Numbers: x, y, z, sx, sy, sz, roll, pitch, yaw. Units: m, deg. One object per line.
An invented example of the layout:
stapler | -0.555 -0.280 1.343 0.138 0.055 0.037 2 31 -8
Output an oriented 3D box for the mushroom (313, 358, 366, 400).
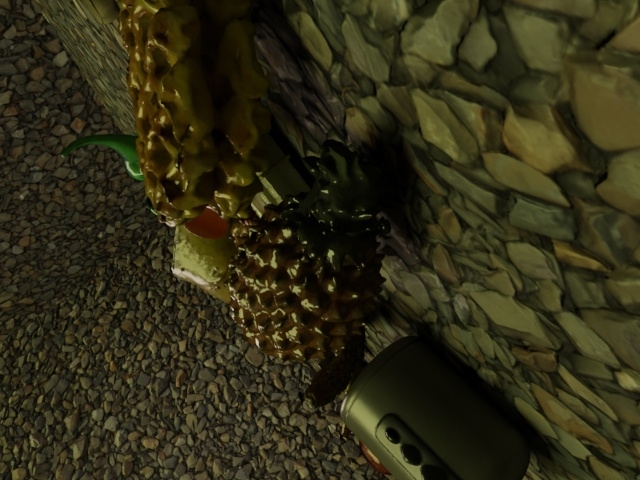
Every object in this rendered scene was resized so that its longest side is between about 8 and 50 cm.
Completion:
mushroom | 0.085 0.444 1.646 0.154 0.137 0.407 63 163 1

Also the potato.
potato | -0.203 0.002 1.364 0.295 0.290 0.397 22 122 2

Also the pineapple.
pineapple | 0.002 0.000 0.652 0.223 0.222 0.357 46 142 17

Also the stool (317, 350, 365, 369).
stool | 0.035 0.280 1.381 0.228 0.139 0.153 54 167 -2

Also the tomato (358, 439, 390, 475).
tomato | 0.215 0.648 1.645 0.208 0.184 0.208 45 164 17

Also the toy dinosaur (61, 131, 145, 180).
toy dinosaur | -0.564 -0.203 1.492 0.144 0.500 0.375 39 128 12

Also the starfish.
starfish | 0.029 0.208 1.028 0.384 0.132 0.398 77 -176 -50

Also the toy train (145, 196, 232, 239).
toy train | -0.242 -0.118 1.055 0.177 0.116 0.286 28 -148 -20

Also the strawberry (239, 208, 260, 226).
strawberry | -0.098 0.014 1.049 0.121 0.082 0.188 169 78 -79

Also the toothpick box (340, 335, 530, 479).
toothpick box | 0.199 0.336 0.855 0.316 0.229 0.229 41 163 31

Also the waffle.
waffle | -0.165 -0.174 0.649 0.261 0.150 0.325 -135 38 -57

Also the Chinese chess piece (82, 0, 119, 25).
Chinese chess piece | -0.517 -0.559 1.168 0.122 0.051 0.122 47 167 14

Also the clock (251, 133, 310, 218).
clock | -0.083 -0.078 0.918 0.255 0.106 0.219 53 166 -8

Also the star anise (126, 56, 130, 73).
star anise | -0.422 -0.380 1.237 0.234 0.073 0.178 179 82 -79

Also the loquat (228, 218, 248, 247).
loquat | -0.140 -0.030 1.159 0.113 0.137 0.137 58 167 10
